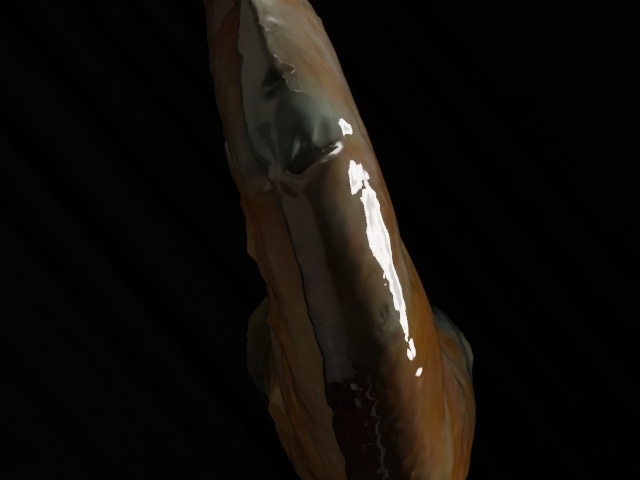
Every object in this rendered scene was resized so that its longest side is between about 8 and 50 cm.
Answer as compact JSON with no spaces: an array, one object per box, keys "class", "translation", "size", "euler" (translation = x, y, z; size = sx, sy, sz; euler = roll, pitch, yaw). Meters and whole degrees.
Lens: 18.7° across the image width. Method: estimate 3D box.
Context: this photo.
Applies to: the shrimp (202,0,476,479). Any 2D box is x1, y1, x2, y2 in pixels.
[{"class":"shrimp","translation":[0.002,-0.001,0.462],"size":[0.052,0.143,0.251],"euler":[-14,173,-5]}]
